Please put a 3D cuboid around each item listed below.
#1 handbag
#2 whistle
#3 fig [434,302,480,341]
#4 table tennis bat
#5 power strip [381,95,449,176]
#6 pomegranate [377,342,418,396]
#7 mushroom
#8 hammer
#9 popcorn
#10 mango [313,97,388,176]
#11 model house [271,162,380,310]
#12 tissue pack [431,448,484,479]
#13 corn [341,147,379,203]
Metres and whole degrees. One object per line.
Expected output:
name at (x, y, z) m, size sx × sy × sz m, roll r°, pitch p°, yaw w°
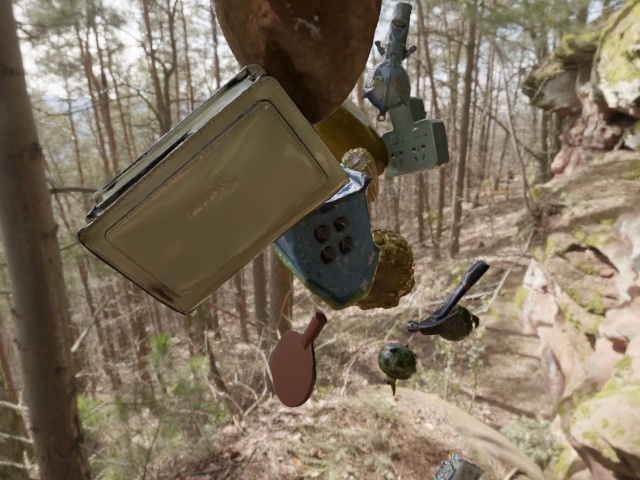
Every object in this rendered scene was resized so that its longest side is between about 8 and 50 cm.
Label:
handbag at (-0.156, -0.073, 0.717) m, size 0.358 × 0.237 × 0.160 m, roll -39°, pitch 29°, yaw 4°
whistle at (0.220, -0.543, 1.389) m, size 0.142 × 0.346 × 0.133 m, roll 16°, pitch 12°, yaw 28°
fig at (0.438, 0.257, 1.412) m, size 0.156 × 0.123 × 0.123 m, roll -1°, pitch 16°, yaw -7°
table tennis bat at (-0.062, 0.324, 1.238) m, size 0.038 × 0.310 × 0.200 m, roll 7°, pitch 32°, yaw -37°
power strip at (0.332, -0.369, 1.583) m, size 0.141 × 0.261 × 0.229 m, roll -12°, pitch 3°, yaw -42°
pomegranate at (0.223, 0.376, 1.327) m, size 0.122 × 0.161 × 0.122 m, roll 17°, pitch 2°, yaw 0°
mushroom at (-0.062, -0.407, 0.744) m, size 0.313 × 0.397 × 0.224 m, roll 10°, pitch -2°, yaw -43°
hammer at (0.351, 0.139, 1.141) m, size 0.290 × 0.037 × 0.137 m, roll -38°, pitch 14°, yaw -30°
popcorn at (0.161, 0.086, 1.278) m, size 0.250 × 0.250 × 0.190 m, roll 3°, pitch 26°, yaw 5°
mango at (0.053, -0.376, 1.529) m, size 0.445 × 0.220 × 0.301 m, roll 40°, pitch 21°, yaw 13°
model house at (0.000, 0.000, 1.009) m, size 0.215 × 0.303 × 0.237 m, roll -22°, pitch 31°, yaw -16°
tissue pack at (0.232, 0.411, 0.772) m, size 0.062 × 0.083 × 0.042 m, roll 33°, pitch -1°, yaw -23°
corn at (0.107, -0.160, 1.146) m, size 0.081 × 0.081 × 0.248 m, roll 5°, pitch -13°, yaw 14°
